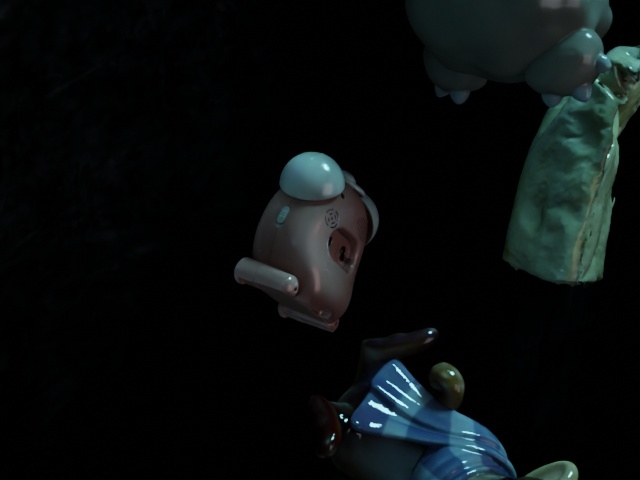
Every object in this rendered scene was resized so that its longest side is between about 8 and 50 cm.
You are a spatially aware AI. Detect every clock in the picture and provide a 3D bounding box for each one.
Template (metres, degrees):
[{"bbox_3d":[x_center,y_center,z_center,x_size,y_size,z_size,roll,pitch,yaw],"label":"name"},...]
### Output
[{"bbox_3d":[0.000,0.000,1.687,0.166,0.092,0.162,42,68,-57],"label":"clock"}]

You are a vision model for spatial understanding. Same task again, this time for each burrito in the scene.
[{"bbox_3d":[0.346,-0.106,2.144,0.190,0.135,0.332,11,95,-69],"label":"burrito"}]

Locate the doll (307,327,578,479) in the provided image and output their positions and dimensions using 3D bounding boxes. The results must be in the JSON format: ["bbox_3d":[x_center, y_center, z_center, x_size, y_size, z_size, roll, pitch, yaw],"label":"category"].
[{"bbox_3d":[0.122,0.285,1.842,0.318,0.339,0.209,-55,152,-3],"label":"doll"}]

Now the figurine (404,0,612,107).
[{"bbox_3d":[0.204,-0.333,1.711,0.203,0.248,0.381,-5,100,-48],"label":"figurine"}]
